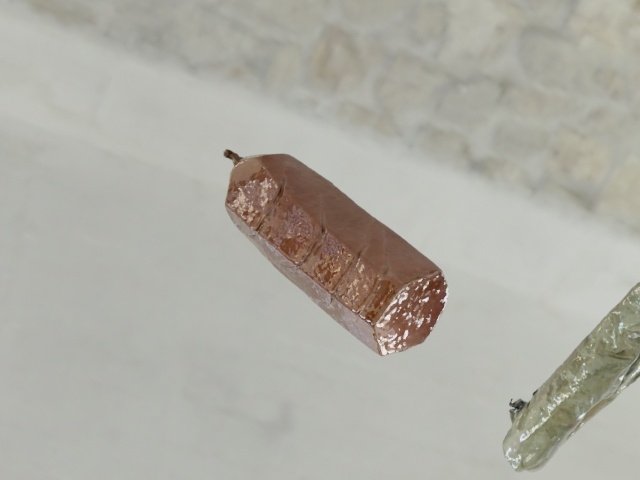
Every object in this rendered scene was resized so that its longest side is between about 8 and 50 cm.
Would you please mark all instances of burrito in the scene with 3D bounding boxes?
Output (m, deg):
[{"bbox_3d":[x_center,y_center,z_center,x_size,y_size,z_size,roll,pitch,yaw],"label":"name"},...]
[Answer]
[{"bbox_3d":[0.176,0.066,1.019,0.045,0.185,0.041,29,-156,-25],"label":"burrito"}]

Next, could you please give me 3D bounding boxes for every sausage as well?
[{"bbox_3d":[0.000,0.001,1.043,0.065,0.065,0.169,-2,-148,-45],"label":"sausage"}]
